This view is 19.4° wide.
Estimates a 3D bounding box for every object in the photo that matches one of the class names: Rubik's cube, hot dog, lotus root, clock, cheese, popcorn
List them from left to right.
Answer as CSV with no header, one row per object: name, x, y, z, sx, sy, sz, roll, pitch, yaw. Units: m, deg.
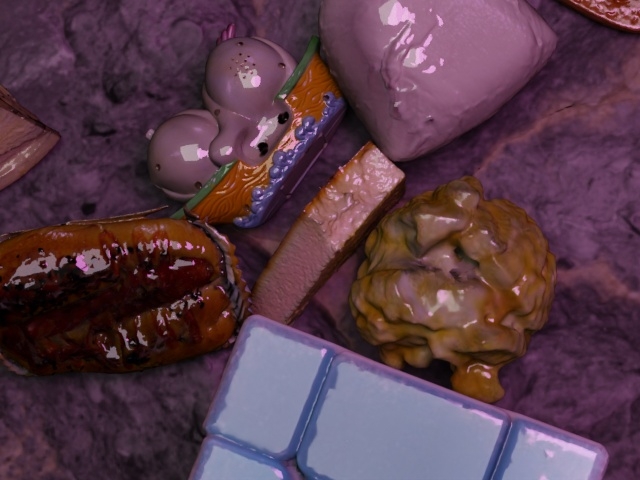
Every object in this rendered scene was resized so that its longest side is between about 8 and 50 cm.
lotus root,-0.354,-0.114,1.799,0.135,0.095,0.159,-42,120,3
hot dog,-0.197,0.056,1.734,0.270,0.082,0.162,-9,119,6
clock,-0.076,-0.103,1.760,0.144,0.103,0.231,35,84,11
Rubik's cube,0.045,0.271,1.583,0.322,0.319,0.316,21,85,9
cheese,0.095,-0.191,1.727,0.198,0.154,0.189,-38,103,-12
popcorn,0.121,0.044,1.687,0.185,0.167,0.187,38,90,4

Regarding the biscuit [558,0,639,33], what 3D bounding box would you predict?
biscuit,0.230,-0.313,1.795,0.183,0.043,0.280,-38,85,2

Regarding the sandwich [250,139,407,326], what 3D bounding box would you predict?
sandwich,0.000,0.000,1.707,0.058,0.162,0.193,41,88,7
